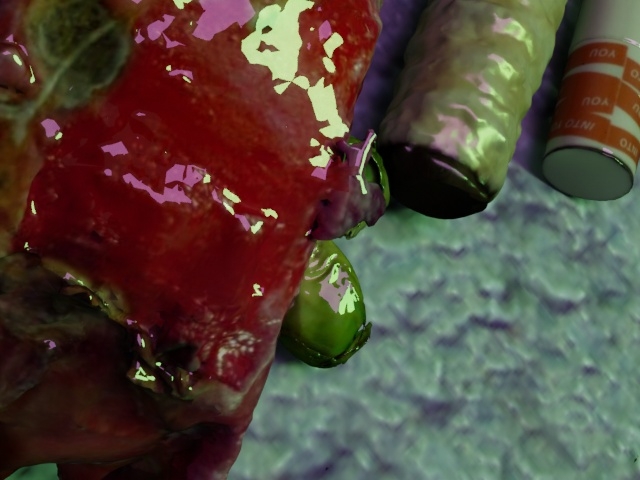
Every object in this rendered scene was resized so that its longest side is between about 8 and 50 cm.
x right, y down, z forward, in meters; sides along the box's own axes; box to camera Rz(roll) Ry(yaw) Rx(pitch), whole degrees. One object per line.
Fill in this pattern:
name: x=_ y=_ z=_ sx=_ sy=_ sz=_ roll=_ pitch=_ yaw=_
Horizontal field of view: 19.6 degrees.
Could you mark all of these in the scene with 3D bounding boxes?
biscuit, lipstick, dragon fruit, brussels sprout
biscuit: x=0.075 y=-0.101 z=0.733 sx=0.061 sy=0.055 sz=0.219 roll=34 pitch=59 yaw=-23
lipstick: x=0.123 y=-0.081 z=0.766 sx=0.038 sy=0.038 sz=0.131 roll=29 pitch=60 yaw=-21
dragon fruit: x=-0.057 y=-0.024 z=0.545 sx=0.147 sy=0.211 sz=0.282 roll=13 pitch=93 yaw=-21
brussels sprout: x=-0.001 y=0.001 z=0.655 sx=0.051 sy=0.046 sz=0.083 roll=18 pitch=65 yaw=-29
